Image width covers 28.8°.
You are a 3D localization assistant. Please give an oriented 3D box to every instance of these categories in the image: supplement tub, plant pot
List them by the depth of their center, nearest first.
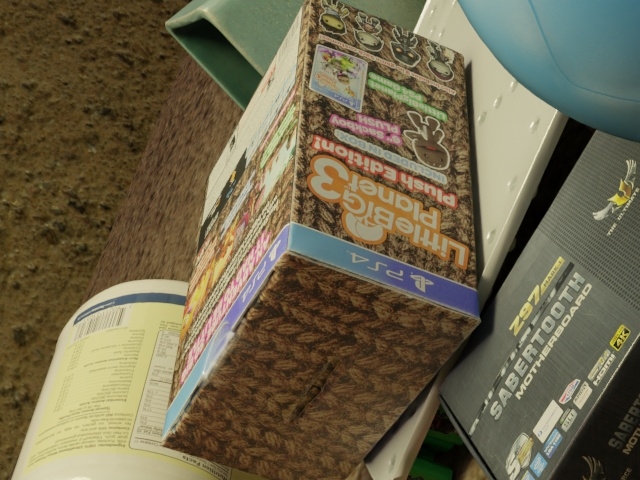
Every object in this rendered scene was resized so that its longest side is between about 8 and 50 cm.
[{"bbox_3d":[-0.157,0.219,1.132,0.235,0.235,0.325,-50,21,35],"label":"supplement tub"},{"bbox_3d":[0.025,-0.229,1.313,0.252,0.248,0.247,-46,15,-7],"label":"plant pot"}]

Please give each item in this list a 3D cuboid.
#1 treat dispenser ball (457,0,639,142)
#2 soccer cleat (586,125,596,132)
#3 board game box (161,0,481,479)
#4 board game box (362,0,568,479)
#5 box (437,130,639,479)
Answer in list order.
[{"bbox_3d":[0.198,-0.189,0.623,0.288,0.288,0.288,-53,19,27],"label":"treat dispenser ball"},{"bbox_3d":[0.211,-0.099,0.886,0.083,0.036,0.029,-23,42,65],"label":"soccer cleat"},{"bbox_3d":[0.000,0.000,0.952,0.291,0.141,0.232,-86,22,-44],"label":"board game box"},{"bbox_3d":[0.102,-0.040,1.016,0.390,0.050,0.390,-127,58,-71],"label":"board game box"},{"bbox_3d":[0.170,0.043,0.745,0.232,0.059,0.183,-59,16,10],"label":"box"}]
